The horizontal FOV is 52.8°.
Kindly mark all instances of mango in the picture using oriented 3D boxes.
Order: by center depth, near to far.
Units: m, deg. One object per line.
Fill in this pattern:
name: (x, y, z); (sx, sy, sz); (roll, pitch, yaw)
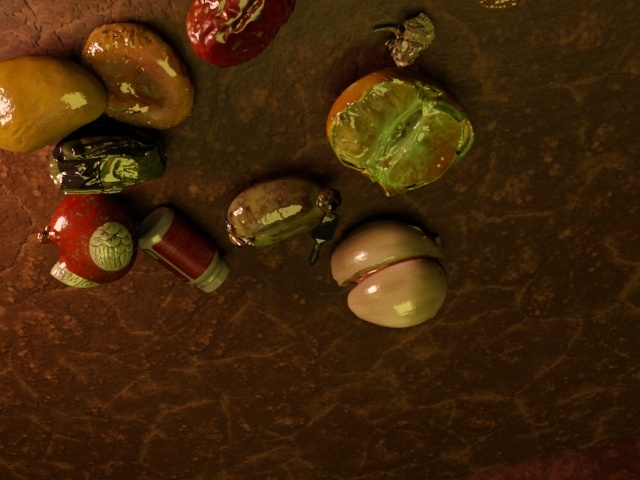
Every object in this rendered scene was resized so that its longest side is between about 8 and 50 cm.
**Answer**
mango: (-0.630, -0.307, 1.411); (0.331, 0.142, 0.195); (-20, 109, 21)

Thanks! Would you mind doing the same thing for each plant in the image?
plant: (0.179, -0.441, 1.389); (0.122, 0.104, 0.117); (36, 86, 8)

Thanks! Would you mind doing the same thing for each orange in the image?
orange: (0.182, -0.258, 1.456); (0.334, 0.196, 0.262); (24, 141, -16)

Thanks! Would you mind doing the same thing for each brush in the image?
brush: (0.000, 0.000, 1.790); (0.062, 0.016, 0.193); (11, 129, -10)

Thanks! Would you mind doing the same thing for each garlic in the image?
garlic: (0.186, 0.086, 1.727); (0.312, 0.249, 0.286); (-6, 87, 1)

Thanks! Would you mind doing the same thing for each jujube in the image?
jujube: (-0.157, -0.460, 1.286); (0.174, 0.174, 0.250); (30, 121, -25)

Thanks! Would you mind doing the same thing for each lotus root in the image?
lotus root: (-0.093, -0.076, 1.635); (0.309, 0.173, 0.173); (-17, 129, 13)

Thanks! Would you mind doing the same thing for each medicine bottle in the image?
medicine bottle: (-0.366, 0.028, 1.729); (0.131, 0.131, 0.250); (-31, 126, 23)

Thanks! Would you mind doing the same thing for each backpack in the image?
backpack: (-0.486, -0.195, 1.494); (0.253, 0.207, 0.140); (-4, 119, -7)

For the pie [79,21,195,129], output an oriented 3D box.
pie: (-0.405, -0.354, 1.436); (0.273, 0.069, 0.274); (5, 131, 6)

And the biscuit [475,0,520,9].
biscuit: (0.373, -0.573, 1.283); (0.225, 0.042, 0.226); (-2, 130, -2)

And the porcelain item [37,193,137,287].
porcelain item: (-0.587, -0.007, 1.609); (0.252, 0.253, 0.253); (-1, 131, -1)
